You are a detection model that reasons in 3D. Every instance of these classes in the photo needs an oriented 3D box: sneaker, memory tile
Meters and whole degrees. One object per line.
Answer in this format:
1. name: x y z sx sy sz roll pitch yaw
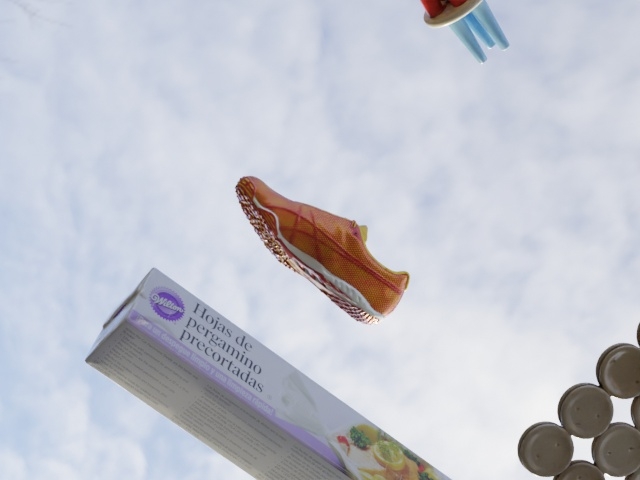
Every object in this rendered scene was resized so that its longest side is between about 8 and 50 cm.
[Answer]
1. sneaker: 0.000 0.000 1.108 0.175 0.067 0.064 40 -17 5
2. memory tile: 0.211 0.126 0.855 0.113 0.148 0.012 47 -1 -14

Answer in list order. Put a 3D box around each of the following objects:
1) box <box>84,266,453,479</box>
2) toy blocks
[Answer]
1. box: -0.017 0.145 0.944 0.324 0.063 0.067 36 -52 -12
2. toy blocks: 0.104 -0.200 0.840 0.123 0.054 0.148 -35 -64 11
